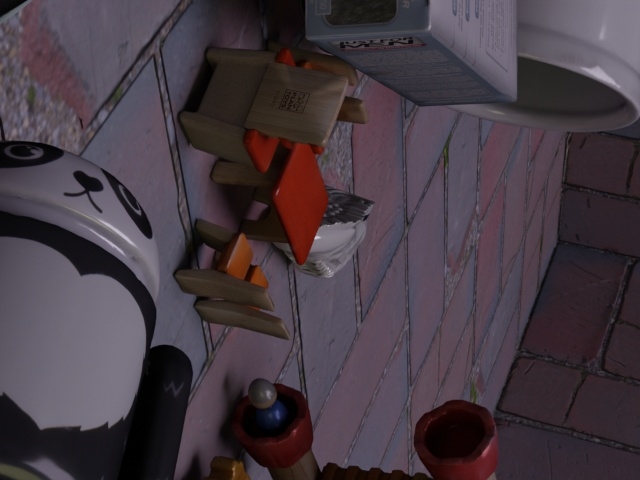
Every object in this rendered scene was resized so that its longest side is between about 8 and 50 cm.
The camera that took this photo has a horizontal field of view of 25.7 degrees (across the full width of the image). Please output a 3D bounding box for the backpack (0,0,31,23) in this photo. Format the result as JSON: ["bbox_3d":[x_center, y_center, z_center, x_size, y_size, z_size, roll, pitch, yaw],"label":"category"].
[{"bbox_3d":[-0.163,-0.207,0.638,0.253,0.191,0.225,-39,168,12],"label":"backpack"}]

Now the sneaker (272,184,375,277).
[{"bbox_3d":[0.000,0.000,1.554,0.235,0.090,0.095,-15,127,-70],"label":"sneaker"}]

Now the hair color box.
[{"bbox_3d":[0.098,-0.245,1.313,0.374,0.113,0.185,12,78,-71],"label":"hair color box"}]

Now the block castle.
[{"bbox_3d":[-0.014,0.348,1.366,0.453,0.303,0.213,-64,146,-39],"label":"block castle"}]

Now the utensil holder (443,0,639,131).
[{"bbox_3d":[0.281,-0.366,1.766,0.327,0.327,0.385,39,64,-71],"label":"utensil holder"}]

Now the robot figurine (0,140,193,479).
[{"bbox_3d":[-0.186,0.075,0.798,0.209,0.173,0.278,70,25,-54],"label":"robot figurine"}]

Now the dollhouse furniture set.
[{"bbox_3d":[-0.029,-0.065,1.309,0.259,0.135,0.262,69,38,-62],"label":"dollhouse furniture set"}]

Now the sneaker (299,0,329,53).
[{"bbox_3d":[-0.003,-0.294,1.337,0.132,0.086,0.229,-10,103,-67],"label":"sneaker"}]
